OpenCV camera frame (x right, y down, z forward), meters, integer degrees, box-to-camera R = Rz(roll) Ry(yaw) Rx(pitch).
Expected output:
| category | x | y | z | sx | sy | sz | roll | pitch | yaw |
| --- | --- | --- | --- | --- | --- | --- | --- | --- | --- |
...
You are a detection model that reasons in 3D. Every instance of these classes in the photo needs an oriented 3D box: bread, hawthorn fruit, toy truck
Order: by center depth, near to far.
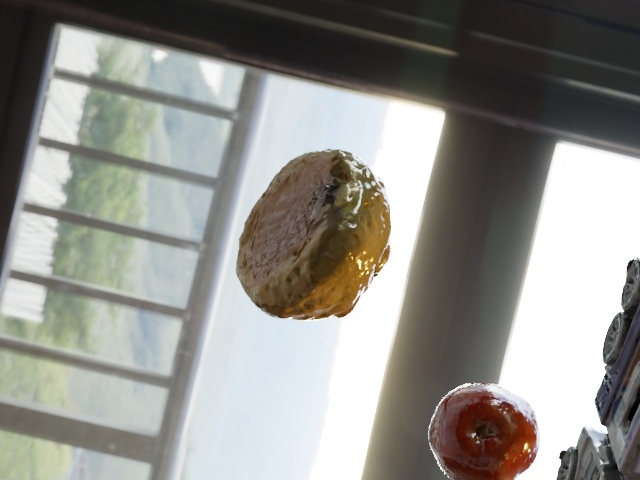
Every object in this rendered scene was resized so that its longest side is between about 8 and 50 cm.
| category | x | y | z | sx | sy | sz | roll | pitch | yaw |
| --- | --- | --- | --- | --- | --- | --- | --- | --- | --- |
| toy truck | 0.277 | 0.143 | 0.853 | 0.155 | 0.124 | 0.268 | -69 | 175 | -72 |
| bread | 0.000 | 0.000 | 1.436 | 0.244 | 0.134 | 0.244 | -32 | -143 | 29 |
| hawthorn fruit | 0.254 | 0.307 | 1.701 | 0.189 | 0.189 | 0.189 | -167 | -90 | -88 |
